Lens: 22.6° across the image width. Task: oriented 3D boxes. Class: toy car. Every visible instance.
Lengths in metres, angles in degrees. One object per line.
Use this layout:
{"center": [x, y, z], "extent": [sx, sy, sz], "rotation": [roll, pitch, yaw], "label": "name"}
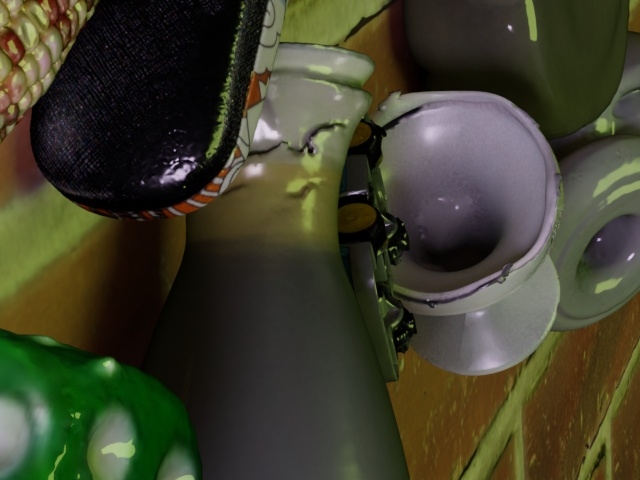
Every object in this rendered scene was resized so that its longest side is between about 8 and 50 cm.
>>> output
{"center": [0.000, 0.000, 0.967], "extent": [0.191, 0.100, 0.097], "rotation": [-92, 170, -52], "label": "toy car"}

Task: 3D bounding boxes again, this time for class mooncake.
{"center": [0.154, -0.207, 1.270], "extent": [0.275, 0.135, 0.275], "rotation": [3, 90, -65], "label": "mooncake"}

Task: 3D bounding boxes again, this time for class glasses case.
{"center": [-0.064, -0.136, 0.756], "extent": [0.067, 0.103, 0.267], "rotation": [45, 53, -59], "label": "glasses case"}

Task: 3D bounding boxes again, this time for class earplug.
{"center": [0.271, -0.062, 1.570], "extent": [0.325, 0.175, 0.214], "rotation": [-65, 148, -25], "label": "earplug"}

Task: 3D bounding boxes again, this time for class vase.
{"center": [-0.028, 0.067, 0.811], "extent": [0.173, 0.173, 0.321], "rotation": [17, 73, -68], "label": "vase"}

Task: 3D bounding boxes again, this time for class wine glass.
{"center": [0.096, 0.003, 1.138], "extent": [0.196, 0.165, 0.165], "rotation": [65, 34, -64], "label": "wine glass"}

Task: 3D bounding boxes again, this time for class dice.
{"center": [-0.127, 0.104, 0.596], "extent": [0.120, 0.128, 0.131], "rotation": [46, 51, -61], "label": "dice"}

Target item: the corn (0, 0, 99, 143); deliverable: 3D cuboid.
{"center": [-0.116, -0.133, 0.651], "extent": [0.086, 0.086, 0.253], "rotation": [69, 34, -47], "label": "corn"}
